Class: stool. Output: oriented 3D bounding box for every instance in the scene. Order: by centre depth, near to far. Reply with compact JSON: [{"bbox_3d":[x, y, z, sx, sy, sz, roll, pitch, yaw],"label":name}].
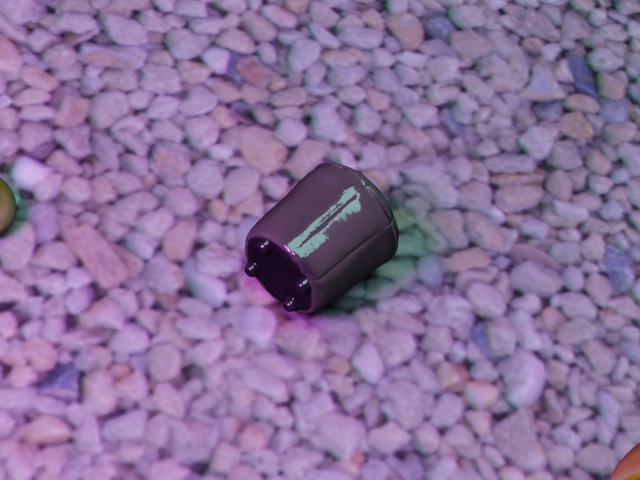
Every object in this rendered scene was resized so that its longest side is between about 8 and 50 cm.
[{"bbox_3d":[0.000,0.000,1.064,0.096,0.096,0.110,42,62,17],"label":"stool"}]

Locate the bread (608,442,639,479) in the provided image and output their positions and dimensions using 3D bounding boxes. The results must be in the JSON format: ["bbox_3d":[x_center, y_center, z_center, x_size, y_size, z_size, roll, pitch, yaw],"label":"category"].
[{"bbox_3d":[0.273,0.265,0.897,0.260,0.158,0.156,40,59,19],"label":"bread"}]

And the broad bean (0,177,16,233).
[{"bbox_3d":[-0.278,-0.033,1.051,0.083,0.045,0.063,14,53,-13],"label":"broad bean"}]
